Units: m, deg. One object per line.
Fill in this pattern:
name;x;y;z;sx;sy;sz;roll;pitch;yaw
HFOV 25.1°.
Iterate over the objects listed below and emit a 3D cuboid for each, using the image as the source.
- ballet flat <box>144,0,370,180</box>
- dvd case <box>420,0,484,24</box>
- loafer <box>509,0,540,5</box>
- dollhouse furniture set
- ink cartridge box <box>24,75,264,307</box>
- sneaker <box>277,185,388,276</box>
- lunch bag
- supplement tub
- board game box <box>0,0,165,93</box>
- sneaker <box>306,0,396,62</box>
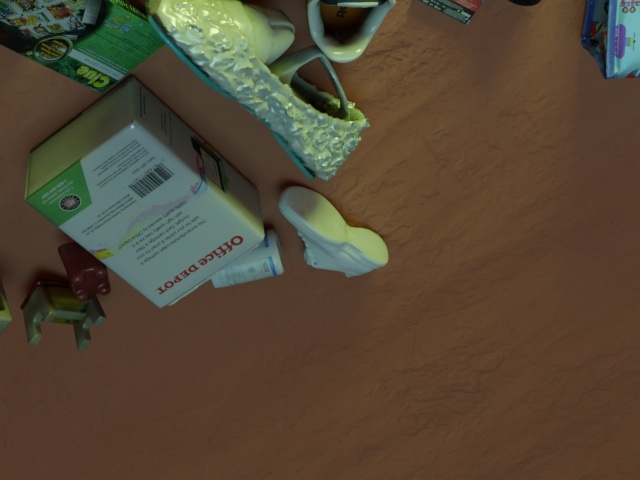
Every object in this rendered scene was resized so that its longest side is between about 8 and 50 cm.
ballet flat;-0.067;-0.228;1.872;0.147;0.147;0.409;-29;141;16
dvd case;0.192;-0.348;1.891;0.087;0.013;0.119;22;125;-25
loafer;0.246;-0.405;1.815;0.080;0.078;0.220;13;139;30
dollhouse furniture set;-0.469;0.020;2.053;0.374;0.152;0.201;10;130;-39
ink cartridge box;-0.241;-0.062;2.006;0.201;0.117;0.278;-33;127;20
sneaker;0.000;0.000;2.130;0.094;0.080;0.212;-31;130;33
lunch bag;0.470;-0.371;1.858;0.221;0.138;0.293;-4;119;-4
supplement tub;-0.112;0.027;2.133;0.107;0.071;0.071;-12;131;3
board game box;-0.313;-0.270;1.806;0.136;0.030;0.259;-36;151;18
sneaker;0.045;-0.370;1.779;0.126;0.127;0.321;-1;129;-6
